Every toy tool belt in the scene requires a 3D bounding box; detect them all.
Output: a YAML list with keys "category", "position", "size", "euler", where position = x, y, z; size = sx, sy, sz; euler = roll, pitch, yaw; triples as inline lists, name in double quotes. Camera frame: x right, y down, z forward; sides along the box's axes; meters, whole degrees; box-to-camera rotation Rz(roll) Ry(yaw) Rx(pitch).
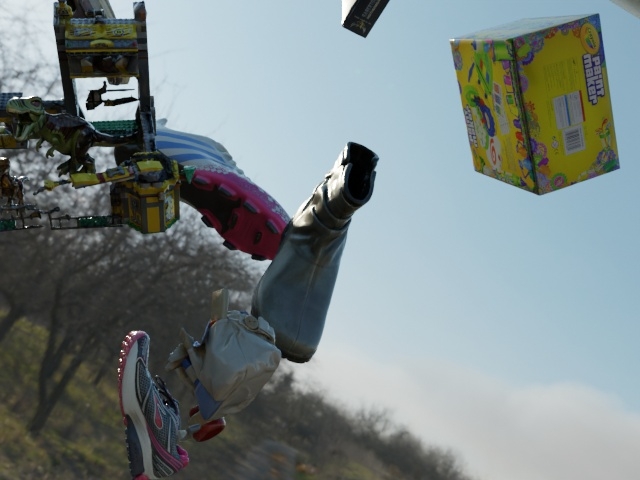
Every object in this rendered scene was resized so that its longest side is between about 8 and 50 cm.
- category: "toy tool belt"
  position: [-0.057, 0.067, 0.399]
  size: [0.052, 0.083, 0.051]
  euler: [-10, 57, -41]

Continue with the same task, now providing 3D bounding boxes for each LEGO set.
- category: "LEGO set"
  position: [-0.294, -0.139, 0.764]
  size: [0.331, 0.255, 0.192]
  euler: [2, -45, -8]

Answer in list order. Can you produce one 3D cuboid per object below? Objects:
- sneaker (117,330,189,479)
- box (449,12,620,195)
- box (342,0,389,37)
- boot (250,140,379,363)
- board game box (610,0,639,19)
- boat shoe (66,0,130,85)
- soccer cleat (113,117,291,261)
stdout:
- category: "sneaker"
  position: [-0.331, 0.317, 1.444]
  size: [0.112, 0.299, 0.121]
  euler: [-9, 13, -13]
- category: "box"
  position: [0.407, -0.271, 1.443]
  size: [0.279, 0.177, 0.290]
  euler: [-134, -153, -69]
- category: "box"
  position: [0.109, -0.535, 1.454]
  size: [0.059, 0.232, 0.183]
  euler: [21, -48, -17]
- category: "boot"
  position: [0.000, 0.000, 0.818]
  size: [0.083, 0.246, 0.161]
  euler: [24, -50, -12]
- category: "board game box"
  position: [0.263, -0.222, 0.329]
  size: [0.224, 0.303, 0.097]
  euler: [46, -1, 27]
- category: "boat shoe"
  position: [-0.430, -0.413, 1.351]
  size: [0.103, 0.092, 0.285]
  euler: [30, -40, 51]
- category: "soccer cleat"
  position: [-0.157, -0.094, 1.134]
  size: [0.331, 0.143, 0.116]
  euler: [31, -49, 11]
